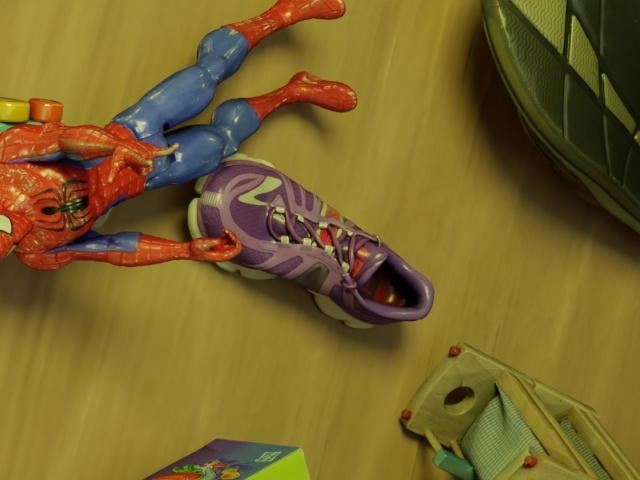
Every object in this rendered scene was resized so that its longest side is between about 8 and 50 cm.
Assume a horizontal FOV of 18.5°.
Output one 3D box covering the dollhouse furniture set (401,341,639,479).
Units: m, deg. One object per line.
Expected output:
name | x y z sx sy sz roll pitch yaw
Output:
dollhouse furniture set | 0.097 0.186 1.205 0.129 0.129 0.184 28 106 -32

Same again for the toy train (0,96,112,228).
toy train | -0.186 -0.002 1.027 0.166 0.046 0.125 -49 134 -29

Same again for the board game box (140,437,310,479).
board game box | -0.073 0.314 1.079 0.233 0.078 0.347 -26 107 -39

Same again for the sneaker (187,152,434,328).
sneaker | 0.000 0.000 1.137 0.170 0.071 0.068 26 78 -32

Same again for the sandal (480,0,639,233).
sandal | 0.174 -0.076 1.254 0.303 0.086 0.120 46 61 -43

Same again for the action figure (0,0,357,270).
action figure | -0.062 -0.047 1.023 0.280 0.139 0.091 -32 124 -37
